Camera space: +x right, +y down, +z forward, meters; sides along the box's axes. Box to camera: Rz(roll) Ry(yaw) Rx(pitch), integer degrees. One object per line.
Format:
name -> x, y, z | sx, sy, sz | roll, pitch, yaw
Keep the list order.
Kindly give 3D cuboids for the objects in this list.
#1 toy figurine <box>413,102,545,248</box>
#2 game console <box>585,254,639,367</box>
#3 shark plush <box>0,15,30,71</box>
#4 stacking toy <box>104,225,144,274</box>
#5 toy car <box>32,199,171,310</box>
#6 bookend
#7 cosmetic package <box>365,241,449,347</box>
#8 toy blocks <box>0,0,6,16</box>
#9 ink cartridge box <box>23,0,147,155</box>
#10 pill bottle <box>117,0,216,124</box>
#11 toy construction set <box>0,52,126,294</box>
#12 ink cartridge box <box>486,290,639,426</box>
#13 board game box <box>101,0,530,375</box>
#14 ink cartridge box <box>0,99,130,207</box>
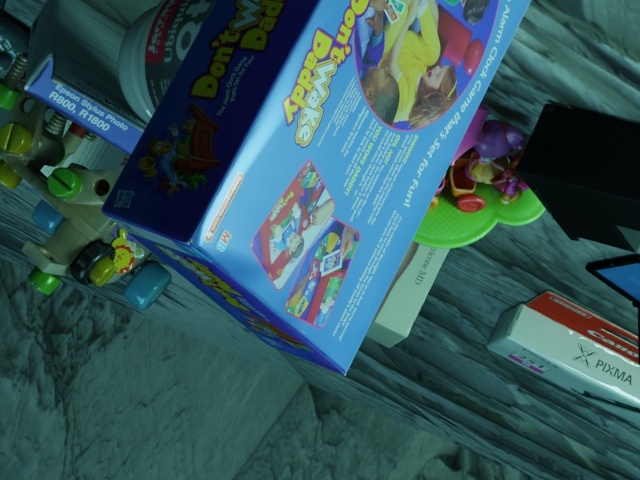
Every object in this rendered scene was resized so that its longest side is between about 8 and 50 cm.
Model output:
toy figurine -> 0.147, -0.080, 1.556 | 0.173, 0.130, 0.159 | 5, 156, 0
game console -> 0.362, 0.084, 1.802 | 0.085, 0.124, 0.144 | 2, 174, -16
shark plush -> -0.361, -0.237, 2.039 | 0.161, 0.073, 0.067 | 31, 137, 1
stacking toy -> -0.227, -0.040, 2.177 | 0.052, 0.221, 0.167 | 47, 165, -13
toy car -> -0.271, -0.045, 2.436 | 0.219, 0.210, 0.238 | 39, -163, 5
bookend -> 0.283, -0.044, 1.464 | 0.157, 0.072, 0.156 | 17, 165, 35
cosmetic package -> 0.000, 0.000, 2.031 | 0.296, 0.153, 0.129 | 26, 168, -3
toy blocks -> -0.474, -0.314, 1.568 | 0.381, 0.190, 0.261 | 12, 170, 20
ink cartridge box -> -0.165, -0.122, 1.732 | 0.324, 0.071, 0.330 | 32, -163, -19
pill bottle -> -0.056, -0.159, 1.451 | 0.176, 0.176, 0.318 | 34, 165, -30
toy construction set -> -0.303, -0.075, 1.928 | 0.257, 0.237, 0.309 | 32, -172, -10
ink cartridge box -> 0.379, 0.168, 2.152 | 0.275, 0.060, 0.239 | 27, 169, -2
board game box -> 0.017, -0.110, 1.113 | 0.078, 0.347, 0.233 | 19, 165, 33
ink cartridge box -> -0.348, -0.136, 2.172 | 0.093, 0.154, 0.212 | 18, 165, 39
